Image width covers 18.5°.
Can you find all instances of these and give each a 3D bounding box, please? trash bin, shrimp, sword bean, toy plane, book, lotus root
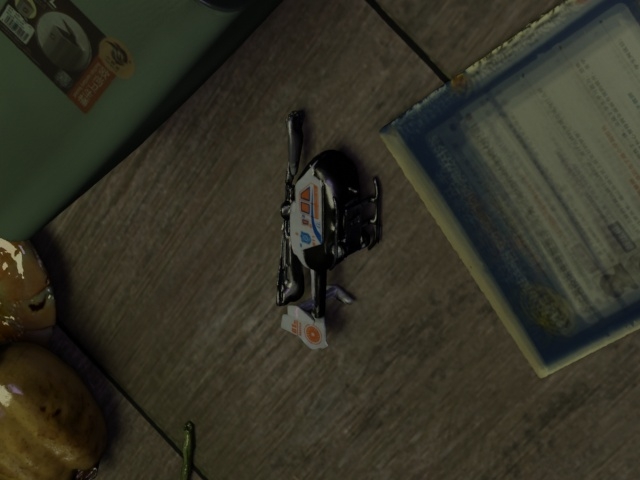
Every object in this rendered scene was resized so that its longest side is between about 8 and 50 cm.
[{"bbox_3d":[-0.142,-0.162,1.424,0.158,0.223,0.343,44,135,0],"label":"trash bin"},{"bbox_3d":[-0.320,0.070,1.808,0.145,0.061,0.267,41,130,0],"label":"shrimp"},{"bbox_3d":[-0.120,0.197,1.753,0.012,0.012,0.083,25,125,25],"label":"sword bean"},{"bbox_3d":[0.001,0.001,1.528,0.078,0.053,0.197,25,126,35],"label":"toy plane"},{"bbox_3d":[0.204,-0.054,1.359,0.322,0.018,0.228,-32,91,44],"label":"book"},{"bbox_3d":[-0.276,0.148,1.747,0.118,0.125,0.221,28,164,51],"label":"lotus root"}]
